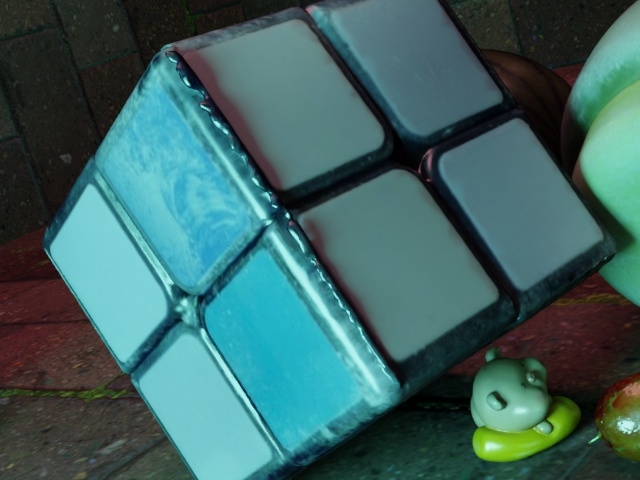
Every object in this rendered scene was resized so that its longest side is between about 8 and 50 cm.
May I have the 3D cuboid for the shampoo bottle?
[{"bbox_3d":[0.392,-0.097,1.022,0.322,0.322,0.317,-6,37,40],"label":"shampoo bottle"}]

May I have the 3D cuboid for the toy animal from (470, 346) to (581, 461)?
[{"bbox_3d":[0.166,0.128,0.929,0.091,0.082,0.114,-14,12,11],"label":"toy animal"}]

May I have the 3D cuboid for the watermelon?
[{"bbox_3d":[0.195,-0.111,1.466,0.279,0.279,0.359,-25,19,-31],"label":"watermelon"}]

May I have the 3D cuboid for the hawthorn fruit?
[{"bbox_3d":[0.246,0.132,0.834,0.077,0.077,0.077,-16,12,4],"label":"hawthorn fruit"}]

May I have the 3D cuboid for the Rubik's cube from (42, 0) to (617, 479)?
[{"bbox_3d":[0.000,0.000,0.963,0.313,0.316,0.318,-28,-10,-39],"label":"Rubik's cube"}]
